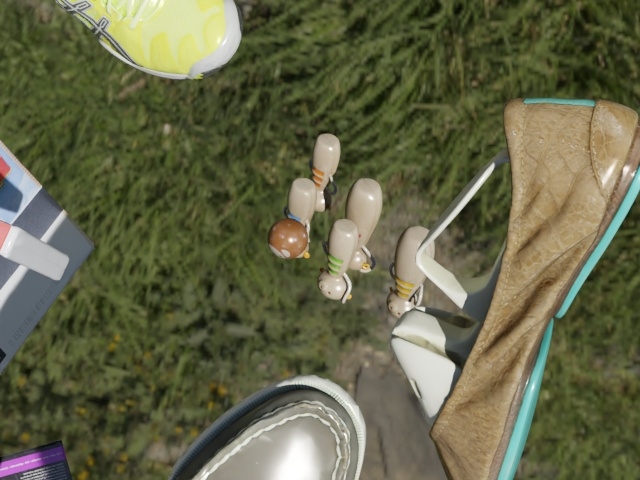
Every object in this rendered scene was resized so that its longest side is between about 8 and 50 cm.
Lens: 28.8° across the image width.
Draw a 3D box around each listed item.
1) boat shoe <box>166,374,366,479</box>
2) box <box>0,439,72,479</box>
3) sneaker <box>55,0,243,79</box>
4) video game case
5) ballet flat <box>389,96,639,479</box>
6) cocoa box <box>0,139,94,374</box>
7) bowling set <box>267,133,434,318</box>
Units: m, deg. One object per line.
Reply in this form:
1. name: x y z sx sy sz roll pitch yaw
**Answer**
1. boat shoe: -0.079 0.211 0.716 0.109 0.091 0.305 38 93 0
2. box: -0.366 0.348 1.586 0.116 0.162 0.029 -12 163 -23
3. sneaker: -0.266 -0.310 1.481 0.385 0.147 0.145 31 95 17
4. video game case: -0.342 -0.042 0.947 0.285 0.025 0.204 22 173 1
5. ballet flat: 0.120 0.047 0.878 0.124 0.116 0.342 21 122 9
6. cocoa box: -0.461 0.060 1.362 0.231 0.347 0.228 -23 115 36
7. bowling set: 0.000 0.000 1.702 0.200 0.287 0.154 -17 138 -28
